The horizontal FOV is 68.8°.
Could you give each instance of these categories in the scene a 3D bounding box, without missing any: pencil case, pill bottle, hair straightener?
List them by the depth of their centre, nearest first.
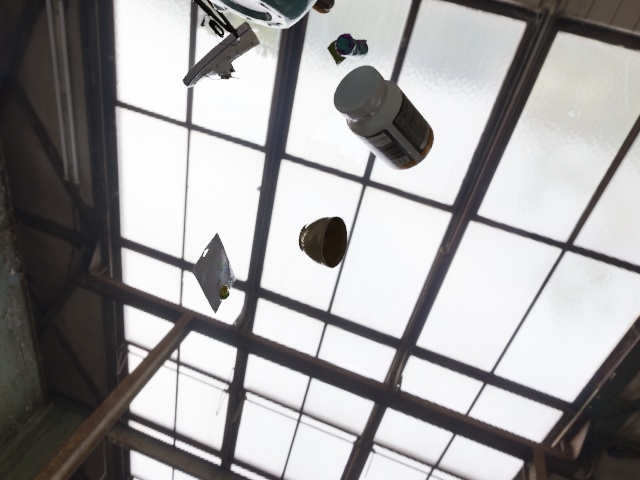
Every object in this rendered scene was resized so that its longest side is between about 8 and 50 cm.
[{"bbox_3d":[0.164,-0.309,1.199,0.278,0.162,0.162,32,-166,-45],"label":"pill bottle"},{"bbox_3d":[0.105,-0.628,1.516,0.064,0.070,0.152,32,-155,14],"label":"pencil case"},{"bbox_3d":[-0.364,-0.749,1.583,0.230,0.089,0.047,43,-150,-36],"label":"hair straightener"}]

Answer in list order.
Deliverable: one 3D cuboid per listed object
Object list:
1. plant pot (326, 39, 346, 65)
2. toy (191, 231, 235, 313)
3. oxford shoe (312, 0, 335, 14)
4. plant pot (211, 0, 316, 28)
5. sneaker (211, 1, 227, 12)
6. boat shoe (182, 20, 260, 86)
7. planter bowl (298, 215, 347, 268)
[{"bbox_3d":[0.068,-0.758,1.875,0.079,0.083,0.083,48,-146,-8],"label":"plant pot"},{"bbox_3d":[-0.317,0.094,1.343,0.056,0.237,0.137,13,-125,19],"label":"toy"},{"bbox_3d":[-0.028,-0.859,1.420,0.133,0.363,0.130,3,-119,33],"label":"oxford shoe"},{"bbox_3d":[-0.102,-0.532,0.831,0.293,0.235,0.293,20,-172,-3],"label":"plant pot"},{"bbox_3d":[-0.156,-0.618,1.076,0.085,0.237,0.086,56,-175,-9],"label":"sneaker"},{"bbox_3d":[-0.401,-0.731,1.954,0.156,0.367,0.136,50,-173,-21],"label":"boat shoe"},{"bbox_3d":[0.000,0.000,1.453,0.109,0.162,0.162,7,-154,31],"label":"planter bowl"}]
